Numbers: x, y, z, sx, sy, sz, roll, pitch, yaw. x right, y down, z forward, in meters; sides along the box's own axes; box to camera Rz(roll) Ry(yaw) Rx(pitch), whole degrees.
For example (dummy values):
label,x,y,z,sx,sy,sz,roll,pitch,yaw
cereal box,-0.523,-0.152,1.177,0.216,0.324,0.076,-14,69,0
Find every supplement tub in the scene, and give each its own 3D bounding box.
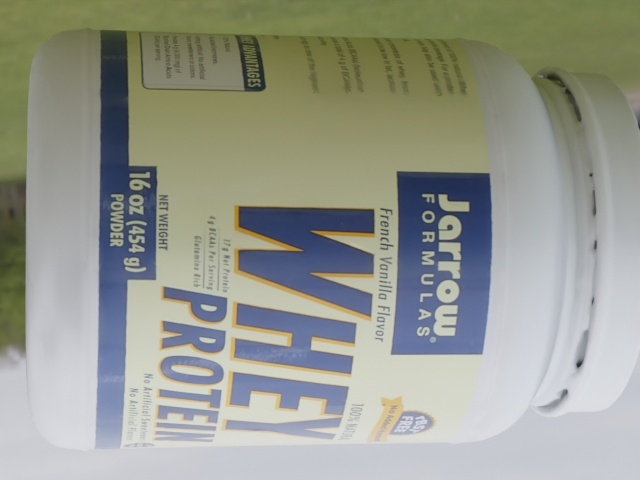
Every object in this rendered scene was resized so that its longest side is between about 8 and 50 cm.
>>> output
label,x,y,z,sx,sy,sz,roll,pitch,yaw
supplement tub,0.000,0.000,0.881,0.324,0.235,0.235,0,-179,-9
